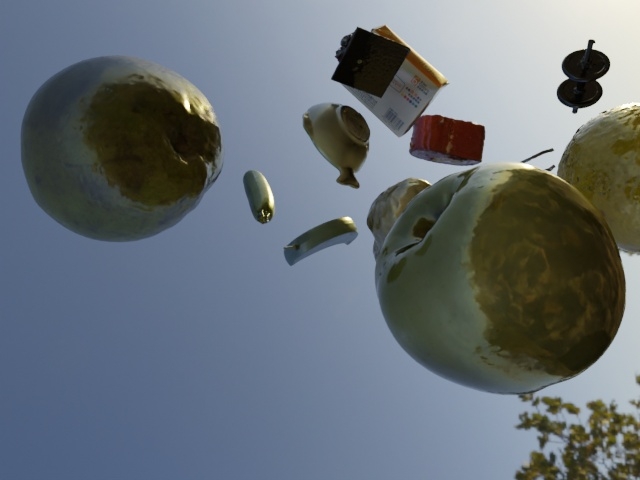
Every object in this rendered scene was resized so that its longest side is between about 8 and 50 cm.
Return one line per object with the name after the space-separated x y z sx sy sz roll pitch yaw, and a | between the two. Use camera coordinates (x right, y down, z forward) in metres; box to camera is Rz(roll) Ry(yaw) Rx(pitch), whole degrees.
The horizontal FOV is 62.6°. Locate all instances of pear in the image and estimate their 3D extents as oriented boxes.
-0.366 -0.172 0.972 0.351 0.413 0.353 -9 -78 -52 | pear

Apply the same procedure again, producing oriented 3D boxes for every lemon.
0.578 -0.109 0.937 0.258 0.258 0.310 38 -162 -38 | lemon

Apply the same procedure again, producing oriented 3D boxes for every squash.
-0.153 -0.107 1.335 0.066 0.066 0.252 42 -164 -36 | squash

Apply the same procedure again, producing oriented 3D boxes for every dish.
0.063 -0.253 1.277 0.224 0.078 0.246 9 -122 -46 | dish

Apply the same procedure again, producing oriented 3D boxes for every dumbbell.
0.411 -0.253 0.825 0.147 0.069 0.070 66 -145 -55 | dumbbell

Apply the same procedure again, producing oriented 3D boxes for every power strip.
0.000 0.000 1.228 0.215 0.137 0.044 -19 -105 -31 | power strip

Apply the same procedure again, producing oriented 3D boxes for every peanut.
0.173 -0.019 1.113 0.313 0.152 0.152 74 -154 -61 | peanut

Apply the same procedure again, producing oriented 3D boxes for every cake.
0.459 -0.364 1.929 0.282 0.177 0.151 7 -87 -11 | cake

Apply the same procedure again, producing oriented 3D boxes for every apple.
0.189 0.044 0.581 0.262 0.262 0.263 13 -107 -47 | apple

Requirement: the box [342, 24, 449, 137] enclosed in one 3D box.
0.221 -0.488 1.617 0.274 0.221 0.091 44 -137 2 | box

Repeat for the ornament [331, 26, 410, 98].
0.110 -0.512 1.388 0.166 0.153 0.196 14 -137 -22 | ornament

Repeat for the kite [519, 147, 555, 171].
0.561 -0.173 1.561 0.169 0.309 0.015 63 -166 25 | kite
